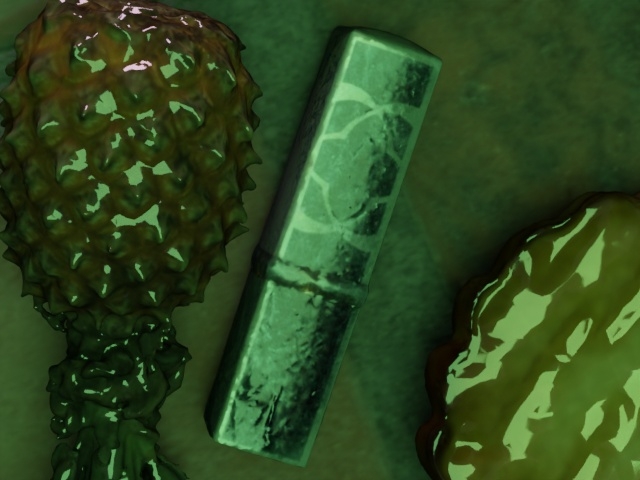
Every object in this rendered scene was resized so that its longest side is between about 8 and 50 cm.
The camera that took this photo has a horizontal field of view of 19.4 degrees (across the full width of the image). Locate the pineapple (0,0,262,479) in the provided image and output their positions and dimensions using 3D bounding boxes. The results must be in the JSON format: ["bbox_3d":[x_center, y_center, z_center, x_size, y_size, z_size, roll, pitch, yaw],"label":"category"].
[{"bbox_3d":[-0.133,0.029,1.178,0.175,0.175,0.361,8,101,-12],"label":"pineapple"}]

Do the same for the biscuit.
[{"bbox_3d":[0.220,0.121,1.287,0.326,0.107,0.325,-2,98,-13],"label":"biscuit"}]

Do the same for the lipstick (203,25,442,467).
[{"bbox_3d":[0.000,0.000,1.240,0.077,0.076,0.289,18,94,-11],"label":"lipstick"}]
